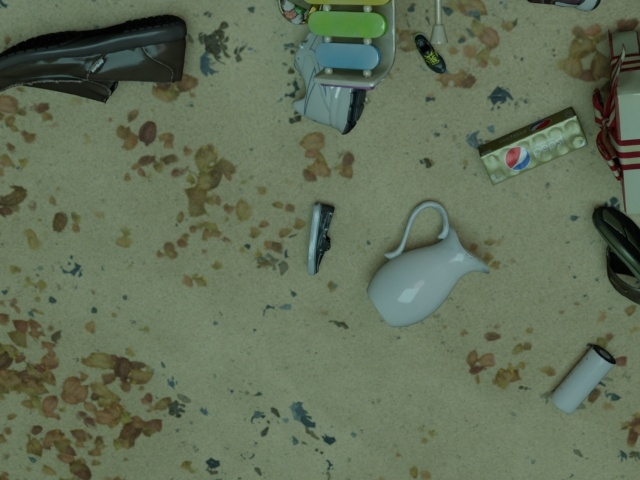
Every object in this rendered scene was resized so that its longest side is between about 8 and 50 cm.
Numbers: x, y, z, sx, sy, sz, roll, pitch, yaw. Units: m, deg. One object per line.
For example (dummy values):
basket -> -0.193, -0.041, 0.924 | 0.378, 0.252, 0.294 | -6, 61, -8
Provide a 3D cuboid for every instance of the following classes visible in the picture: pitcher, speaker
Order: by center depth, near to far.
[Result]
pitcher -> 0.176, 0.045, 2.105 | 0.207, 0.125, 0.177 | -35, 86, 6
speaker -> 0.500, 0.266, 2.201 | 0.055, 0.055, 0.136 | 31, 111, -9

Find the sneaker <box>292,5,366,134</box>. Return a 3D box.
sneaker -> 0.019, -0.330, 1.955 | 0.129, 0.111, 0.297 | 14, 109, 14

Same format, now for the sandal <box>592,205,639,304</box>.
sandal -> 0.572, 0.071, 2.086 | 0.086, 0.120, 0.302 | -27, 110, 29

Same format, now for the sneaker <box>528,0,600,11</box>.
sneaker -> 0.377, -0.507, 1.857 | 0.163, 0.106, 0.281 | 1, 114, 6

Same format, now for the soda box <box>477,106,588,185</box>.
soda box -> 0.372, -0.166, 2.025 | 0.181, 0.058, 0.061 | -23, 109, 13

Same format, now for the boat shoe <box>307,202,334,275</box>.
boat shoe -> 0.000, 0.000, 2.125 | 0.040, 0.049, 0.142 | 6, 111, 0

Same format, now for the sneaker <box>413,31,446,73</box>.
sneaker -> 0.186, -0.318, 1.984 | 0.031, 0.035, 0.083 | -36, 106, 17

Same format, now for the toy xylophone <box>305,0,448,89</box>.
toy xylophone -> 0.075, -0.399, 1.800 | 0.236, 0.081, 0.322 | -1, 105, 31

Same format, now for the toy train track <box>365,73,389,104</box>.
toy train track -> 0.085, -0.268, 2.023 | 0.083, 0.014, 0.048 | -34, 107, 16

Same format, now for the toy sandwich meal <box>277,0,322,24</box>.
toy sandwich meal -> -0.033, -0.407, 1.963 | 0.086, 0.029, 0.085 | 1, 113, 3

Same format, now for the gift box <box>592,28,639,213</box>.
gift box -> 0.575, -0.223, 1.873 | 0.258, 0.255, 0.276 | -6, 119, 14

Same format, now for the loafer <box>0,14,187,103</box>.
loafer -> -0.401, -0.291, 1.979 | 0.366, 0.134, 0.130 | -8, 112, 7
